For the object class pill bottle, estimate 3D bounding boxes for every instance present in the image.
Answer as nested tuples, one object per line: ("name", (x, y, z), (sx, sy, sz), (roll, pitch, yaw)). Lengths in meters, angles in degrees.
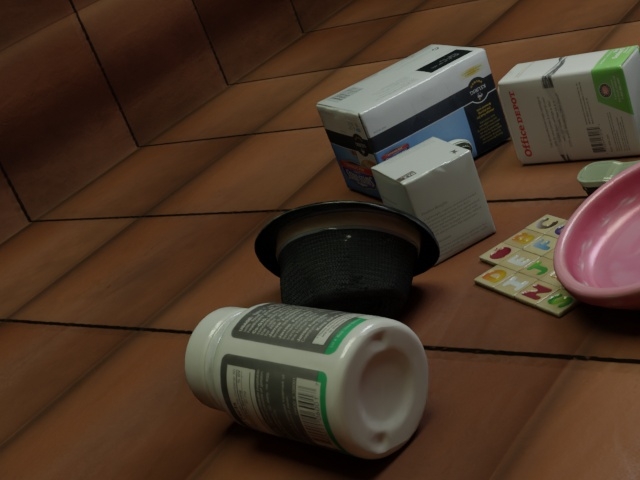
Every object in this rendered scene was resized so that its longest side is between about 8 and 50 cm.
("pill bottle", (-0.032, 0.201, 1.564), (0.361, 0.204, 0.204), (5, 34, 46))

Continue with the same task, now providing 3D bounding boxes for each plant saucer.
("plant saucer", (0.523, -0.009, 1.583), (0.332, 0.084, 0.332), (-34, 23, 17))

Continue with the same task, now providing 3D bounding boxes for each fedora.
("fedora", (0.042, 0.064, 1.805), (0.334, 0.334, 0.152), (-11, 56, 24))

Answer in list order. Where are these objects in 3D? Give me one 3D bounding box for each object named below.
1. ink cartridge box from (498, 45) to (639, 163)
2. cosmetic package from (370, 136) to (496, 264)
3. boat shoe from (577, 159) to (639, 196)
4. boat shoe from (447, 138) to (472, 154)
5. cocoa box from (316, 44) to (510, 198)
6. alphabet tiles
("ink cartridge box", (0.530, -0.274, 2.121), (0.273, 0.198, 0.115), (-1, 30, 39))
("cosmetic package", (0.217, -0.079, 1.985), (0.151, 0.183, 0.151), (-27, 24, -14))
("boat shoe", (0.578, -0.101, 1.862), (0.228, 0.068, 0.081), (7, 48, 49))
("boat shoe", (0.273, -0.143, 2.228), (0.070, 0.077, 0.219), (7, 44, 50))
("cocoa box", (0.214, -0.273, 2.359), (0.347, 0.227, 0.231), (-29, 24, -17))
("alphabet tiles", (0.440, 0.028, 1.775), (0.285, 0.011, 0.342), (-30, 24, -19))
